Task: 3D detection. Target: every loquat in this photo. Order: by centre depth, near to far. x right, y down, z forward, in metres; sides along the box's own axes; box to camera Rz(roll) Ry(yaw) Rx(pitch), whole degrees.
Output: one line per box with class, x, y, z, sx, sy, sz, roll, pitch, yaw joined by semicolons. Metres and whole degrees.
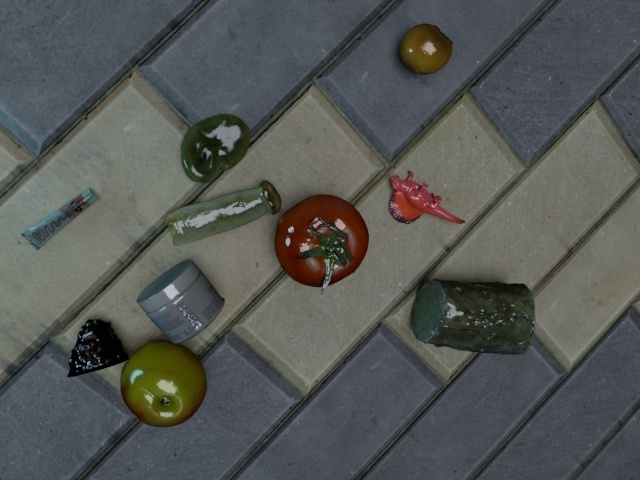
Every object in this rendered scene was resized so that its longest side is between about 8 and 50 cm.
loquat;0.292;-0.529;1.463;0.141;0.141;0.140;-2;99;-14

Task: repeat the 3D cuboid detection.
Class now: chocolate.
chocolate;-0.589;0.270;1.379;0.156;0.156;0.133;-13;78;-12

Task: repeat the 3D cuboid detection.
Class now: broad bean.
broad bean;-0.285;-0.247;1.399;0.153;0.072;0.206;41;76;-19

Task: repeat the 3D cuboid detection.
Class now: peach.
peach;-0.411;0.374;1.383;0.231;0.231;0.230;-2;99;-14

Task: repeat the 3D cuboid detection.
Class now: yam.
yam;0.467;0.226;1.588;0.349;0.241;0.240;6;97;-13

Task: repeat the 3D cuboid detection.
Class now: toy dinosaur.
toy dinosaur;0.300;-0.089;1.583;0.286;0.070;0.139;38;98;-20

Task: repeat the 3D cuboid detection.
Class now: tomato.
tomato;0.000;0.000;1.426;0.256;0.224;0.255;-4;103;-17

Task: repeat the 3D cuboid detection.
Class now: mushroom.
mushroom;-0.258;-0.076;1.424;0.313;0.081;0.099;-19;100;-7

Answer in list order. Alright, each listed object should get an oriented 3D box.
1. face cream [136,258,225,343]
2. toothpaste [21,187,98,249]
face cream;-0.363;0.160;1.380;0.177;0.177;0.152;-38;108;-6
toothpaste;-0.660;-0.058;1.342;0.205;0.036;0.056;-38;108;-2
